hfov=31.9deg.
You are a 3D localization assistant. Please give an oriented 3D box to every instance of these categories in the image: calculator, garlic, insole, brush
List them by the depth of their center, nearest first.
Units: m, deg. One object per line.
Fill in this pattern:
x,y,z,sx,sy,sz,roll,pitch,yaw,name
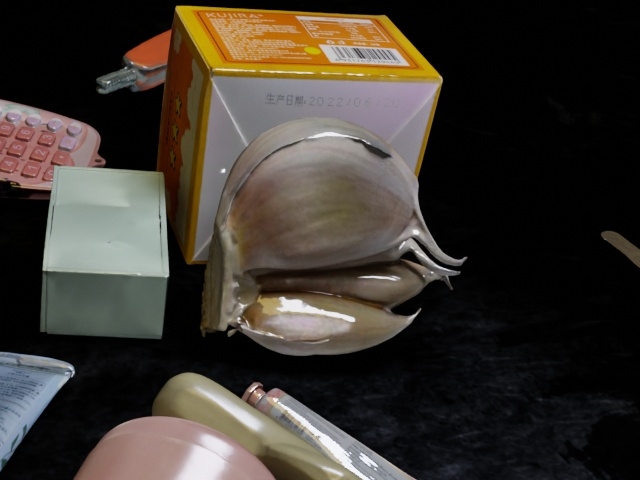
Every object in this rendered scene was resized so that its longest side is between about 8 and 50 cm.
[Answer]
0.000,0.000,1.201,0.291,0.210,0.238,-15,72,-12,garlic
-0.440,-0.123,1.433,0.329,0.048,0.220,10,30,-3,calculator
0.437,0.022,1.531,0.045,0.002,0.135,-11,38,-32,insole
-0.255,-0.278,1.744,0.070,0.051,0.323,28,32,13,brush

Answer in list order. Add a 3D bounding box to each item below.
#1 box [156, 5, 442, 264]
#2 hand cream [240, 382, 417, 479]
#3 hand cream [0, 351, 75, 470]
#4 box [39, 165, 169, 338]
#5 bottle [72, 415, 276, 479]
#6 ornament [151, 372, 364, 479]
-0.040,-0.134,1.379,0.283,0.260,0.214,-1,34,-20,box
0.013,0.204,1.072,0.209,0.043,0.067,32,39,21,hand cream
-0.302,0.174,0.999,0.088,0.055,0.256,6,29,6,hand cream
-0.241,0.008,1.251,0.129,0.086,0.225,3,32,-12,box
-0.128,0.284,0.769,0.206,0.173,0.297,29,38,1,bottle
-0.039,0.187,0.931,0.230,0.245,0.061,30,73,12,ornament
